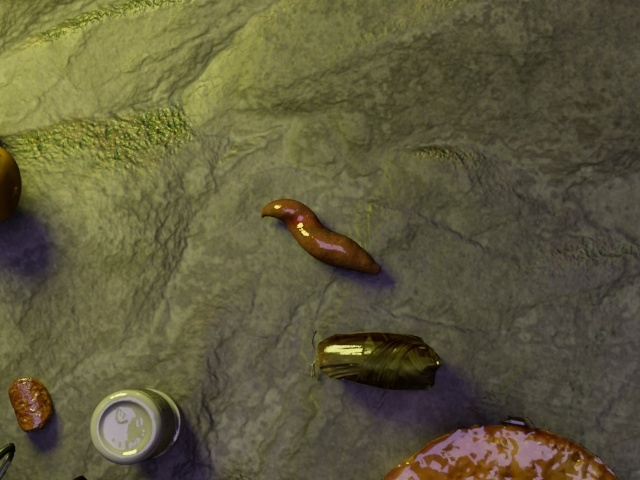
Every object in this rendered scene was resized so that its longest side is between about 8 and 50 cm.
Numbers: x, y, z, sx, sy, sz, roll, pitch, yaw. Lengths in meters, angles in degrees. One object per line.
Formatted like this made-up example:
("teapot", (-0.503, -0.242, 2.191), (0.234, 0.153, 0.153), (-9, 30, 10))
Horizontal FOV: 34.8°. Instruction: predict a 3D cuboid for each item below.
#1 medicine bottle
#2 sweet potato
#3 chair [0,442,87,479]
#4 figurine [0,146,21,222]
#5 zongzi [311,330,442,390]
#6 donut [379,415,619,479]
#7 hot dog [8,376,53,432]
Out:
("medicine bottle", (-0.260, 0.263, 1.457), (0.105, 0.168, 0.105), (0, 82, 3))
("sweet potato", (0.001, -0.002, 1.540), (0.202, 0.058, 0.055), (35, 106, 6))
("chair", (-0.556, 0.334, 1.433), (0.401, 0.226, 0.227), (28, 84, 7))
("figurine", (-0.564, -0.101, 1.515), (0.228, 0.215, 0.215), (-11, 81, -10))
("zongzi", (0.076, 0.168, 1.447), (0.187, 0.184, 0.084), (5, 82, 3))
("donut", (0.268, 0.456, 1.412), (0.377, 0.163, 0.435), (-45, 80, -4))
("hot dog", (-0.436, 0.246, 1.535), (0.058, 0.035, 0.083), (-22, 81, -1))
